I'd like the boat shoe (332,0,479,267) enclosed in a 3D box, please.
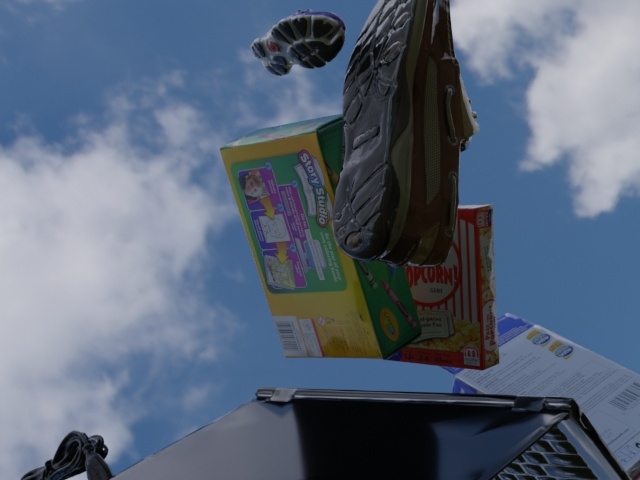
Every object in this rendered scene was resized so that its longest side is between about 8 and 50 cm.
[{"bbox_3d":[0.095,-0.121,1.132,0.120,0.122,0.324,18,-109,-26],"label":"boat shoe"}]

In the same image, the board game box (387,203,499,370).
[{"bbox_3d":[0.140,0.053,1.345,0.045,0.146,0.194,-11,-81,-52],"label":"board game box"}]

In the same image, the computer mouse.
[{"bbox_3d":[-0.223,0.319,1.086,0.060,0.262,0.184,9,-44,-40],"label":"computer mouse"}]

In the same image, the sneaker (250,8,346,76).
[{"bbox_3d":[-0.021,-0.234,1.229,0.068,0.170,0.071,44,-108,-23],"label":"sneaker"}]

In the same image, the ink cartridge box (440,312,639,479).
[{"bbox_3d":[0.308,0.205,1.428,0.185,0.311,0.065,-25,-50,-38],"label":"ink cartridge box"}]

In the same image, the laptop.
[{"bbox_3d":[0.061,0.268,1.042,0.408,0.382,0.236,50,-127,-33],"label":"laptop"}]

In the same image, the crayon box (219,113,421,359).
[{"bbox_3d":[0.000,0.000,1.305,0.081,0.165,0.278,-28,-73,-44],"label":"crayon box"}]
